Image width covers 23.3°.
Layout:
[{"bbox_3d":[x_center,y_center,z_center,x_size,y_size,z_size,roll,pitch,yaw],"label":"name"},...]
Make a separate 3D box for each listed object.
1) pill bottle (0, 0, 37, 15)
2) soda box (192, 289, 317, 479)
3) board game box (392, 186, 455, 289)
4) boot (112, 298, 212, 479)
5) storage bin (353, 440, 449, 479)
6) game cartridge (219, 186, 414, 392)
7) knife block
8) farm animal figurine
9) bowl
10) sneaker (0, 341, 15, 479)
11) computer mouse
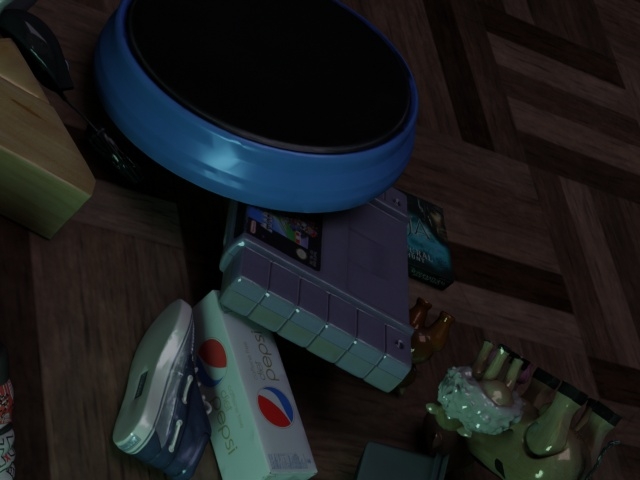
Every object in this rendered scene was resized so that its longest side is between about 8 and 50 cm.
[{"bbox_3d":[-0.418,-0.357,1.686,0.272,0.152,0.152,48,37,0],"label":"pill bottle"},{"bbox_3d":[-0.080,0.162,1.632,0.069,0.074,0.216,8,53,-43],"label":"soda box"},{"bbox_3d":[0.088,-0.019,1.998,0.186,0.026,0.126,22,45,-31],"label":"board game box"},{"bbox_3d":[-0.148,0.154,1.588,0.086,0.069,0.190,39,46,-25],"label":"boot"},{"bbox_3d":[0.075,0.285,1.673,0.091,0.098,0.135,19,47,1],"label":"storage bin"},{"bbox_3d":[0.000,0.000,1.778,0.230,0.068,0.355,33,29,-19],"label":"game cartridge"},{"bbox_3d":[-0.389,-0.118,1.559,0.242,0.088,0.275,-17,71,-50],"label":"knife block"},{"bbox_3d":[0.214,0.222,1.784,0.330,0.172,0.327,30,-1,-23],"label":"farm animal figurine"},{"bbox_3d":[-0.066,-0.191,1.813,0.391,0.077,0.391,15,39,-12],"label":"bowl"},{"bbox_3d":[-0.361,0.187,1.278,0.270,0.090,0.145,-22,116,-47],"label":"sneaker"},{"bbox_3d":[-0.264,-0.160,1.698,0.041,0.071,0.242,-45,119,-16],"label":"computer mouse"}]
